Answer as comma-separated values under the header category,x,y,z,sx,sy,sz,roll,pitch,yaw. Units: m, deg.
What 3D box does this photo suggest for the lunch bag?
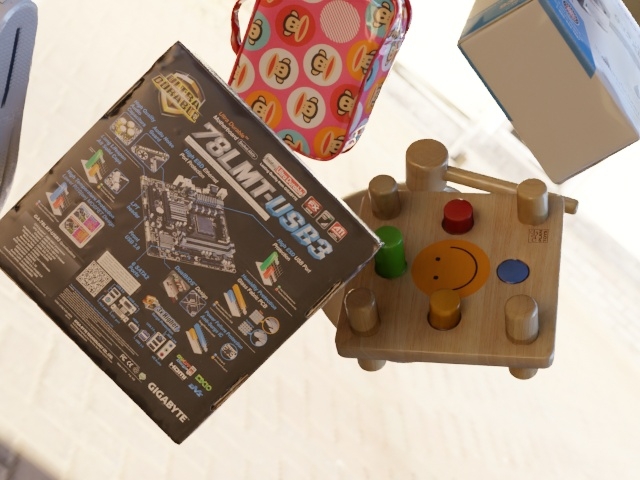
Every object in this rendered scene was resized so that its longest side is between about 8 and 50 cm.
category,x,y,z,sx,sy,sz,roll,pitch,yaw
lunch bag,-0.023,-0.290,2.009,0.258,0.293,0.120,28,20,12

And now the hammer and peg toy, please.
category,x,y,z,sx,sy,sz,roll,pitch,yaw
hammer and peg toy,0.173,-0.002,1.604,0.127,0.266,0.361,78,20,-47

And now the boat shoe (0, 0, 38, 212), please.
category,x,y,z,sx,sy,sz,roll,pitch,yaw
boat shoe,-0.375,-0.114,1.325,0.119,0.335,0.121,27,21,15

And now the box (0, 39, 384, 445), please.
category,x,y,z,sx,sy,sz,roll,pitch,yaw
box,-0.140,0.003,1.337,0.295,0.293,0.073,45,4,0

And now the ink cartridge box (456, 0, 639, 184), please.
category,x,y,z,sx,sy,sz,roll,pitch,yaw
ink cartridge box,0.305,-0.249,1.674,0.223,0.129,0.307,51,30,-16

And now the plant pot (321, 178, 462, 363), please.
category,x,y,z,sx,sy,sz,roll,pitch,yaw
plant pot,0.145,0.018,1.980,0.284,0.191,0.284,20,52,-27
